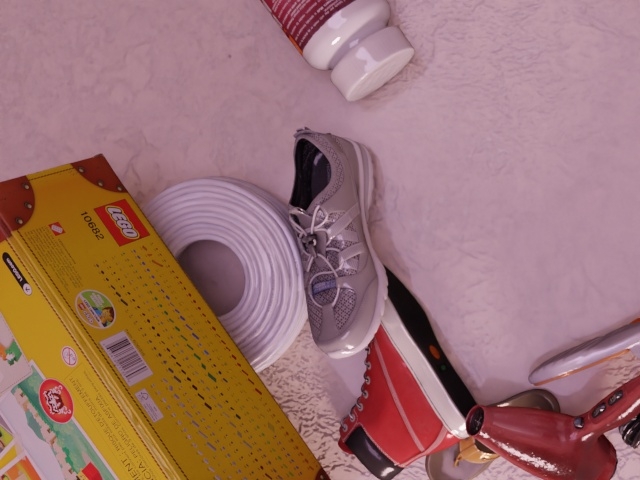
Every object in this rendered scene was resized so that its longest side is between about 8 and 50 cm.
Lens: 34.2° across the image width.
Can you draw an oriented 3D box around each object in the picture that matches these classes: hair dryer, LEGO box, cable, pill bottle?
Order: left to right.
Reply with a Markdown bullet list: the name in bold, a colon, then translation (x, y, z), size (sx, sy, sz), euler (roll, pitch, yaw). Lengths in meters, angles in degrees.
- **LEGO box**: translation (-0.270, 0.217, 1.203), size (0.372, 0.193, 0.500), euler (-41, 81, 35)
- **cable**: translation (-0.136, 0.048, 1.289), size (0.257, 0.089, 0.257), euler (-39, 82, 10)
- **pill bottle**: translation (0.006, -0.282, 1.239), size (0.121, 0.121, 0.221), euler (-37, 82, 10)
- **hair dryer**: translation (0.306, 0.191, 1.150), size (0.293, 0.080, 0.223), euler (-9, 129, 4)

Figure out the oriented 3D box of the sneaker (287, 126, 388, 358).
- **sneaker**: translation (0.000, 0.000, 1.201), size (0.105, 0.115, 0.281), euler (-24, 59, 34)

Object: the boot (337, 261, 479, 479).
- **boot**: translation (0.062, 0.158, 1.253), size (0.176, 0.088, 0.244), euler (-36, 73, 26)

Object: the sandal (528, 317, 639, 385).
- **sandal**: translation (0.369, 0.130, 1.177), size (0.265, 0.102, 0.076), euler (-26, 86, 20)

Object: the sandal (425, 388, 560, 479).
- **sandal**: translation (0.201, 0.233, 1.234), size (0.180, 0.049, 0.072), euler (-31, 84, 11)
